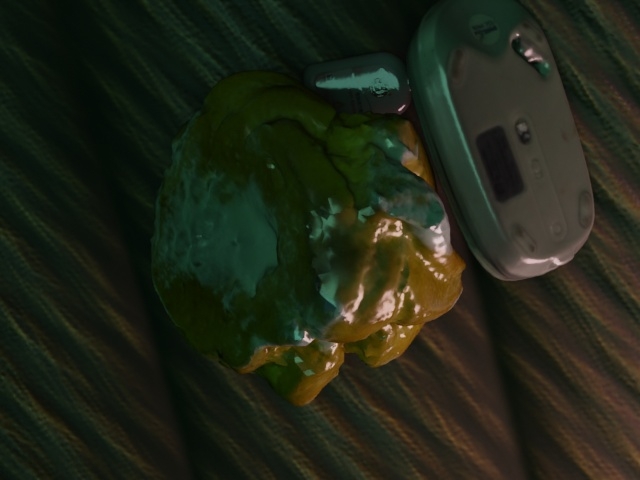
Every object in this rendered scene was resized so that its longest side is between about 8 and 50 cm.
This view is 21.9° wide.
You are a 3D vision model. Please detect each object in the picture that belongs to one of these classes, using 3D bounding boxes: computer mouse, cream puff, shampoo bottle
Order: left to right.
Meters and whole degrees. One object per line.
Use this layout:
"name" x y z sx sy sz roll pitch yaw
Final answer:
"cream puff" 0.000 0.000 1.858 0.378 0.275 0.378 6 99 43
"shampoo bottle" 0.064 -0.178 1.916 0.165 0.040 0.080 -9 97 11
"computer mouse" 0.200 -0.119 1.861 0.197 0.095 0.331 -22 98 -29
